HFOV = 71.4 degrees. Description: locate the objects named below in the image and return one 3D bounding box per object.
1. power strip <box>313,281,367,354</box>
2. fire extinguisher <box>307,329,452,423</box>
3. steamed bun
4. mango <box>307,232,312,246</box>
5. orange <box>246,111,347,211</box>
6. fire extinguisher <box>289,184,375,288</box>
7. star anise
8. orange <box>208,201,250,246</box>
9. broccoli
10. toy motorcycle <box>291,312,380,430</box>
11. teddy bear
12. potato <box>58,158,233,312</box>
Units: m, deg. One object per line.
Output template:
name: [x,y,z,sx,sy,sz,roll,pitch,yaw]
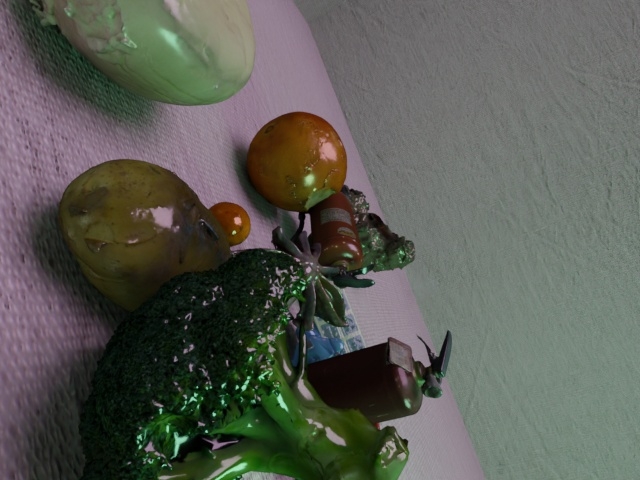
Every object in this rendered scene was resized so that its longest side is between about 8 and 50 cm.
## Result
power strip: [0.043,0.226,1.045,0.043,0.106,0.367,-35,-105,61]
fire extinguisher: [0.044,0.188,0.580,0.105,0.269,0.104,53,25,-37]
steamed bun: [-0.254,-0.349,0.665,0.312,0.233,0.333,37,42,-63]
mango: [0.009,0.040,1.184,0.119,0.100,0.178,39,24,-37]
orange: [-0.055,-0.183,1.052,0.240,0.240,0.240,56,20,-32]
fire extinguisher: [0.007,0.007,1.062,0.113,0.200,0.376,53,16,-33]
star anise: [-0.057,0.076,0.837,0.257,0.111,0.198,5,64,-45]
orange: [-0.162,-0.028,0.773,0.083,0.083,0.083,56,20,-32]
broccoli: [-0.080,0.166,0.426,0.297,0.297,0.297,33,12,11]
toy motorcycle: [0.027,0.275,0.888,0.272,0.124,0.182,58,5,-14]
teddy bear: [0.150,-0.063,1.588,0.367,0.224,0.357,62,3,-8]
potato: [-0.188,0.007,0.535,0.248,0.143,0.169,55,43,-47]
